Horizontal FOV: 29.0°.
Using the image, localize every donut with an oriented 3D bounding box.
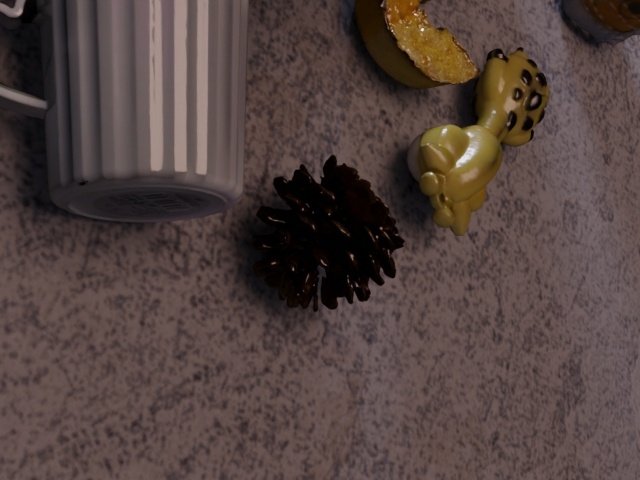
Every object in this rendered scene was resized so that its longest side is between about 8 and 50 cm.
[{"bbox_3d":[0.096,-0.242,1.283,0.146,0.078,0.181,14,72,-38],"label":"donut"}]

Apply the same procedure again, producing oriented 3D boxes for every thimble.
[{"bbox_3d":[0.379,-0.332,1.559,0.127,0.118,0.151,32,56,-34],"label":"thimble"}]

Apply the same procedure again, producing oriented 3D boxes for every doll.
[{"bbox_3d":[0.171,-0.111,1.308,0.117,0.086,0.291,61,42,-22],"label":"doll"}]

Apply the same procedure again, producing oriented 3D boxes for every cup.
[{"bbox_3d":[-0.161,-0.123,0.962,0.167,0.221,0.202,41,46,-74],"label":"cup"}]

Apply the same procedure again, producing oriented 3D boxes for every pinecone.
[{"bbox_3d":[0.001,-0.001,1.079,0.121,0.140,0.140,-39,106,-22],"label":"pinecone"}]
